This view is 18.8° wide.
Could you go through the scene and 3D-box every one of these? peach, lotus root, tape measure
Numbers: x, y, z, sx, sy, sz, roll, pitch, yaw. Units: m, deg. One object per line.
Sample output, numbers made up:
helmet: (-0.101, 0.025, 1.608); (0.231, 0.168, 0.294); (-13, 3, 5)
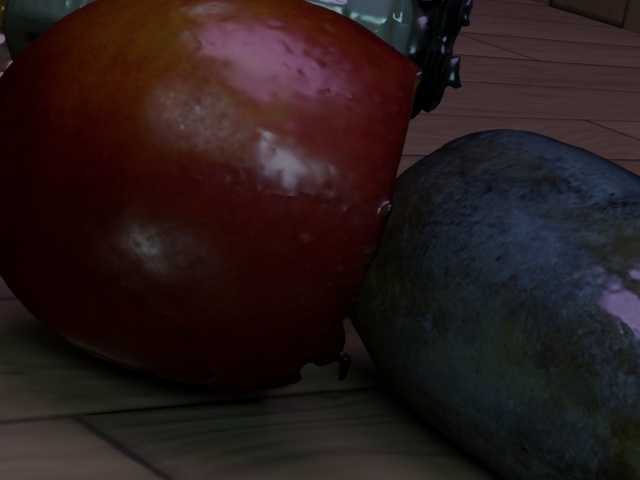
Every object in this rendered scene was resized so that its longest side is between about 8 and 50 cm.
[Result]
peach: (-0.040, -0.023, 0.862); (0.226, 0.196, 0.190); (5, 33, 36)
lotus root: (0.128, 0.044, 0.847); (0.158, 0.140, 0.322); (4, 18, -31)
tape measure: (-0.046, -0.096, 1.046); (0.235, 0.115, 0.207); (13, -15, 0)

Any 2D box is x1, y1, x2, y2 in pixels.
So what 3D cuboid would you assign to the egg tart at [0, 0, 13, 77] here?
egg tart: (-0.184, -0.130, 1.277); (0.352, 0.150, 0.352); (15, 14, -4)
